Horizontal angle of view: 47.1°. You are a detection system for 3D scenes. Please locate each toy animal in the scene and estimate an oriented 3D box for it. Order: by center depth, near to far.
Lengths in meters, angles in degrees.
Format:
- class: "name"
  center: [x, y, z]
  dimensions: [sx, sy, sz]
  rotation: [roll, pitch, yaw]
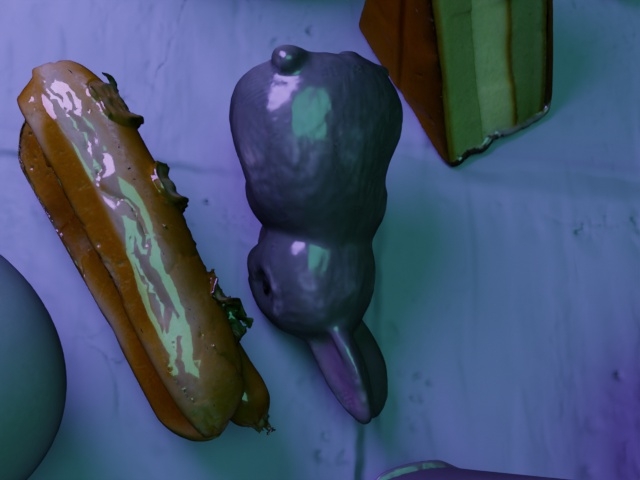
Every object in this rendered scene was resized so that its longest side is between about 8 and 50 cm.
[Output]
- class: "toy animal"
  center: [-0.009, -0.005, 0.477]
  dimensions: [0.108, 0.138, 0.236]
  rotation: [4, 86, 20]

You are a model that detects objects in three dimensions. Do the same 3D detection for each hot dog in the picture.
- class: "hot dog"
  center: [-0.110, 0.007, 0.449]
  dimensions: [0.072, 0.109, 0.269]
  rotation: [-28, 85, -27]

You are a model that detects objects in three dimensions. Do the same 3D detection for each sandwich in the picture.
- class: "sandwich"
  center: [0.121, -0.170, 0.515]
  dimensions: [0.117, 0.187, 0.144]
  rotation: [-31, 76, -18]

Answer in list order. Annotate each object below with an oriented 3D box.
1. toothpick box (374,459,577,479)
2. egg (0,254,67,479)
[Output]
- class: "toothpick box"
  center: [0.096, 0.212, 0.323]
  dimensions: [0.229, 0.316, 0.228]
  rotation: [3, 74, -10]
- class: "egg"
  center: [-0.244, 0.059, 0.373]
  dimensions: [0.231, 0.168, 0.167]
  rotation: [22, 71, -1]
